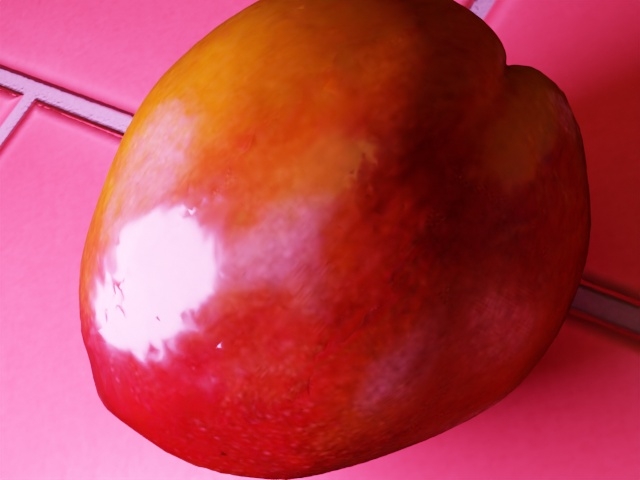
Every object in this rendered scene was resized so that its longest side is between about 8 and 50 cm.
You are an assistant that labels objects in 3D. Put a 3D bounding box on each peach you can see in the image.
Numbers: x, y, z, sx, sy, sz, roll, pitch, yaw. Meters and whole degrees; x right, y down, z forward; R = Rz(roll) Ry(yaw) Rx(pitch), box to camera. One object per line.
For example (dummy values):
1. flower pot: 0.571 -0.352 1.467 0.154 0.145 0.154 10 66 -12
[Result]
1. peach: 0.000 0.000 0.751 0.332 0.308 0.308 -39 50 6
